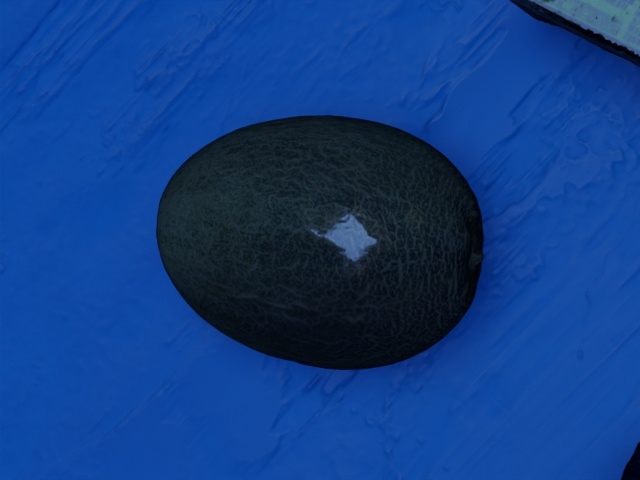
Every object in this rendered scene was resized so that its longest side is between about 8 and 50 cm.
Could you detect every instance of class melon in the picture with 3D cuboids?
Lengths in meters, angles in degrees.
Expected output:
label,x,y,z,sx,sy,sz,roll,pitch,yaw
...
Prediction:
label,x,y,z,sx,sy,sz,roll,pitch,yaw
melon,0.000,0.000,1.867,0.329,0.248,0.249,9,89,22

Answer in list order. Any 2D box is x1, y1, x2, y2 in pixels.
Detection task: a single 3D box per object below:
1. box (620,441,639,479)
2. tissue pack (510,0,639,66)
label,x,y,z,sx,sy,sz,roll,pitch,yaw
box,0.369,0.364,1.782,0.261,0.116,0.279,21,116,14
tissue pack,0.307,-0.201,1.845,0.235,0.173,0.073,29,100,12
